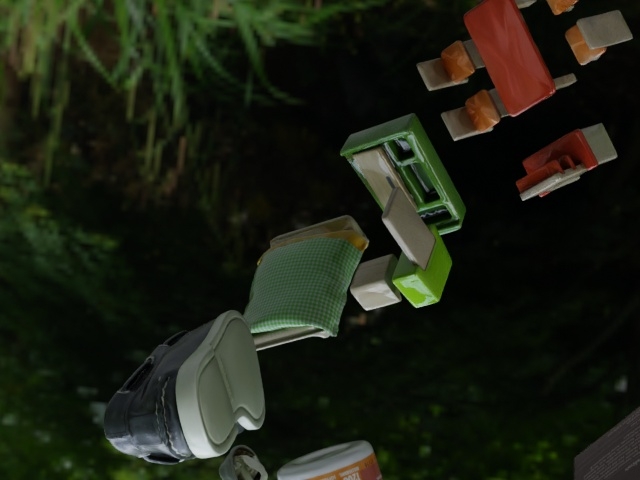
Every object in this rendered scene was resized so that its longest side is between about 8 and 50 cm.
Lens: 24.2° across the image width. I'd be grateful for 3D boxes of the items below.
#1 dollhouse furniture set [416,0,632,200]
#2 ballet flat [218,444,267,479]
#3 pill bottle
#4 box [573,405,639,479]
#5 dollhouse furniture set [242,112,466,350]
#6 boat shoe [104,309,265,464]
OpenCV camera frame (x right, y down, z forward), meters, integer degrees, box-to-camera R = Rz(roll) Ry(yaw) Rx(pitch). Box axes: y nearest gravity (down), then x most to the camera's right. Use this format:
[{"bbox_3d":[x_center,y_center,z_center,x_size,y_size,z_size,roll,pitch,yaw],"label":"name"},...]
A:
[{"bbox_3d":[0.265,-0.193,1.911,0.135,0.259,0.262,-18,170,-45],"label":"dollhouse furniture set"},{"bbox_3d":[-0.093,0.390,2.255,0.072,0.068,0.213,12,-152,-36],"label":"ballet flat"},{"bbox_3d":[0.035,0.358,1.785,0.121,0.216,0.121,-18,180,0],"label":"pill bottle"},{"bbox_3d":[0.425,0.336,1.848,0.168,0.167,0.203,34,-145,-14],"label":"box"},{"bbox_3d":[0.000,0.000,1.808,0.302,0.151,0.197,-17,-150,31],"label":"dollhouse furniture set"},{"bbox_3d":[-0.131,0.151,1.464,0.113,0.127,0.340,-14,-172,8],"label":"boat shoe"}]
